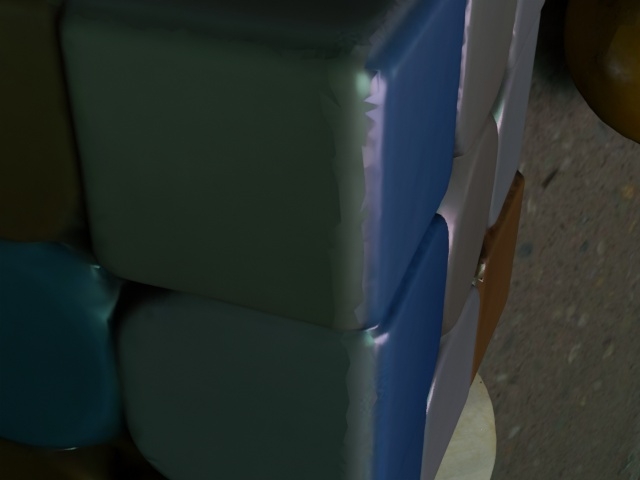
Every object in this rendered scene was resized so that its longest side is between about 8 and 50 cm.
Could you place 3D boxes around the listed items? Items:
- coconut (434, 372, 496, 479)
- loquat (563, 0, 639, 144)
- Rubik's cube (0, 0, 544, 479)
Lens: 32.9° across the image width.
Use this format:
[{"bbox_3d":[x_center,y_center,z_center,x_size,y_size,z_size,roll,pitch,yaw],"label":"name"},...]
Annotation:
[{"bbox_3d":[0.079,0.196,1.125,0.222,0.202,0.202,0,117,-42],"label":"coconut"},{"bbox_3d":[0.358,-0.207,1.089,0.235,0.235,0.235,-26,133,-31],"label":"loquat"},{"bbox_3d":[-0.081,-0.042,0.585,0.347,0.346,0.344,-59,156,-50],"label":"Rubik's cube"}]
